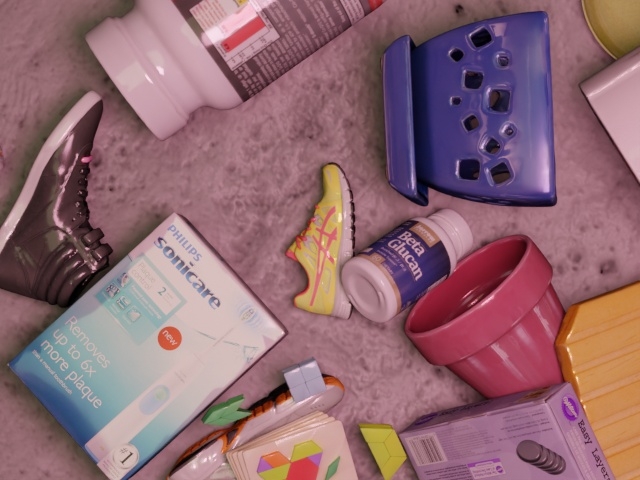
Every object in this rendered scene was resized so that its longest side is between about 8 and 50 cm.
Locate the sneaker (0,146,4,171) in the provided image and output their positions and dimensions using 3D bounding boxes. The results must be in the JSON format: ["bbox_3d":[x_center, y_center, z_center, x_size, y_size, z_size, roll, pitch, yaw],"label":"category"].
[{"bbox_3d":[-0.513,-0.149,1.970,0.215,0.084,0.083,38,88,14],"label":"sneaker"}]

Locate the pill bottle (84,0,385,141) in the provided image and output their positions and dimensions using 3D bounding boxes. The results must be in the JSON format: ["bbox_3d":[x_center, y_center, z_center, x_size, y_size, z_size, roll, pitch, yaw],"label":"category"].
[{"bbox_3d":[-0.107,-0.299,1.895,0.363,0.210,0.210,-36,87,0],"label":"pill bottle"}]

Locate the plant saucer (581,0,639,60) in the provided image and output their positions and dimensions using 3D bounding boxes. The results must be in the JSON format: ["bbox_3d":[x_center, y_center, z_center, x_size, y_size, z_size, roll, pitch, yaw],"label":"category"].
[{"bbox_3d":[0.466,-0.333,1.965,0.241,0.037,0.241,0,89,2],"label":"plant saucer"}]

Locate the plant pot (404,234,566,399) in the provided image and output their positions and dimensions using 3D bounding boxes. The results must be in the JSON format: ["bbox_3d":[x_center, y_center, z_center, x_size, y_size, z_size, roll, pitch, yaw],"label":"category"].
[{"bbox_3d":[0.239,0.121,1.887,0.201,0.201,0.180,-40,103,0],"label":"plant pot"}]

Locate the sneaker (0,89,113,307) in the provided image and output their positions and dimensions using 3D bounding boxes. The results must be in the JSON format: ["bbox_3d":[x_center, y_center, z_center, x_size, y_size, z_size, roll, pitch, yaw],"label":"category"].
[{"bbox_3d":[-0.322,-0.044,1.950,0.147,0.104,0.296,28,95,1],"label":"sneaker"}]

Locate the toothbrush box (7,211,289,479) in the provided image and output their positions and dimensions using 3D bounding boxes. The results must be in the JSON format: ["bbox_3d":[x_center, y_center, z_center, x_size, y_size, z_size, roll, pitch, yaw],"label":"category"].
[{"bbox_3d":[-0.219,0.141,1.923,0.295,0.126,0.216,-41,87,-2],"label":"toothbrush box"}]

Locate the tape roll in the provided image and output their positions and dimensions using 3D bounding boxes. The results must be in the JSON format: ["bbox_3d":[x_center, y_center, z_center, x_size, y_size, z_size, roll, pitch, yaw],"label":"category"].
[{"bbox_3d":[0.456,-0.138,1.842,0.169,0.246,0.246,-33,87,11],"label":"tape roll"}]

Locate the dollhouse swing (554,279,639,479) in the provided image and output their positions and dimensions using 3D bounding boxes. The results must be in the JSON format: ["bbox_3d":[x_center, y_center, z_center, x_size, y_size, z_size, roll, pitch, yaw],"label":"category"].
[{"bbox_3d":[0.521,0.170,1.788,0.305,0.315,0.347,-18,93,-39],"label":"dollhouse swing"}]

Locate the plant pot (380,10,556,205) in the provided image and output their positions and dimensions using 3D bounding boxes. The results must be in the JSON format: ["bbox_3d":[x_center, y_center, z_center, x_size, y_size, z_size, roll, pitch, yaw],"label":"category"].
[{"bbox_3d":[0.192,-0.154,1.876,0.212,0.236,0.236,-4,88,9],"label":"plant pot"}]

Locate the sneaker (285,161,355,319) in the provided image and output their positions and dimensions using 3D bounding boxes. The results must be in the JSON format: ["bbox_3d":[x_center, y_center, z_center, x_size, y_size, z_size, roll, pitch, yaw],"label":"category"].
[{"bbox_3d":[0.000,0.000,1.945,0.094,0.081,0.208,1,88,4],"label":"sneaker"}]

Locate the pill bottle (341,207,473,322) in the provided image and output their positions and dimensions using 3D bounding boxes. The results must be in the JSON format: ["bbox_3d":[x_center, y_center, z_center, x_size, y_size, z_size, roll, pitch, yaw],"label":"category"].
[{"bbox_3d":[0.117,0.027,1.907,0.169,0.094,0.094,-34,87,-30],"label":"pill bottle"}]

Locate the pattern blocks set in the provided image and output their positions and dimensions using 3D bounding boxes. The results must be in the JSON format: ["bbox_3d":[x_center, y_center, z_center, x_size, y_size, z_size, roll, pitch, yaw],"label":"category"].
[{"bbox_3d":[-0.024,0.323,1.898,0.285,0.026,0.325,-32,109,-1],"label":"pattern blocks set"}]

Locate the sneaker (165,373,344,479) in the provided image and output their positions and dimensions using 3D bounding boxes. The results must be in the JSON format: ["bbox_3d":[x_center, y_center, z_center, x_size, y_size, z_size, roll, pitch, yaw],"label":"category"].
[{"bbox_3d":[-0.067,0.278,1.937,0.262,0.099,0.121,-34,96,6],"label":"sneaker"}]

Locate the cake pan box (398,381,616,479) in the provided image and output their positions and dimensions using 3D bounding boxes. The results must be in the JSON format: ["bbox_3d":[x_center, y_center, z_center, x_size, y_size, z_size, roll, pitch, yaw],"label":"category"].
[{"bbox_3d":[0.247,0.318,1.843,0.267,0.070,0.246,-23,94,45],"label":"cake pan box"}]
